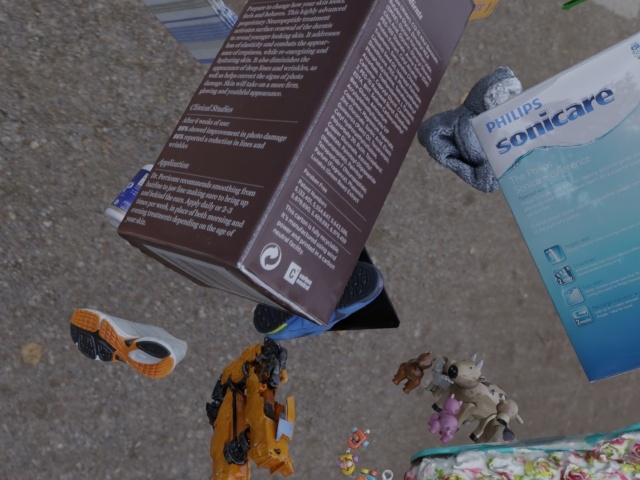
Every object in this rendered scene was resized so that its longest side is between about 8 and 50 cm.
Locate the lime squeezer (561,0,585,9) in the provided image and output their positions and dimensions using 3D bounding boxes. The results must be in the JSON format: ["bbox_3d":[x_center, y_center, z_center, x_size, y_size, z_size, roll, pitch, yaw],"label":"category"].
[{"bbox_3d":[0.649,-0.602,1.535,0.059,0.110,0.310,-60,175,-16],"label":"lime squeezer"}]

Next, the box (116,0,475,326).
[{"bbox_3d":[-0.017,-0.127,0.693,0.143,0.191,0.381,39,71,-45],"label":"box"}]

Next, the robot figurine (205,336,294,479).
[{"bbox_3d":[-0.122,0.307,1.234,0.085,0.291,0.211,38,115,-26],"label":"robot figurine"}]

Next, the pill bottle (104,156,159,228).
[{"bbox_3d":[-0.349,-0.093,1.452,0.187,0.112,0.112,-55,133,-19],"label":"pill bottle"}]

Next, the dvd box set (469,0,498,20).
[{"bbox_3d":[0.118,-0.500,1.257,0.420,0.307,0.062,-26,157,-46],"label":"dvd box set"}]

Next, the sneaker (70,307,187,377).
[{"bbox_3d":[-0.408,0.213,1.490,0.121,0.262,0.099,-19,130,-74],"label":"sneaker"}]

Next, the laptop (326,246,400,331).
[{"bbox_3d":[0.000,0.000,1.096,0.136,0.234,0.264,28,60,-53],"label":"laptop"}]

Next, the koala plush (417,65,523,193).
[{"bbox_3d":[0.330,-0.250,1.423,0.221,0.203,0.196,-58,180,26],"label":"koala plush"}]

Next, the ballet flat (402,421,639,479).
[{"bbox_3d":[0.170,0.159,0.436,0.240,0.077,0.091,-9,146,0],"label":"ballet flat"}]

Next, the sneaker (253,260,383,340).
[{"bbox_3d":[0.007,0.086,0.957,0.082,0.209,0.069,28,46,-46],"label":"sneaker"}]

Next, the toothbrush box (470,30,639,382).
[{"bbox_3d":[0.318,-0.039,0.703,0.126,0.216,0.296,-15,79,-63],"label":"toothbrush box"}]

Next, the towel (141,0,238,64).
[{"bbox_3d":[-0.267,-0.482,1.492,0.285,0.209,0.034,44,61,-46],"label":"towel"}]

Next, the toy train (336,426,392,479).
[{"bbox_3d":[0.108,0.583,1.839,0.125,0.166,0.046,-41,150,4],"label":"toy train"}]

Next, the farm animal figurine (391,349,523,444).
[{"bbox_3d":[0.347,0.363,1.589,0.172,0.330,0.326,-51,144,8],"label":"farm animal figurine"}]
